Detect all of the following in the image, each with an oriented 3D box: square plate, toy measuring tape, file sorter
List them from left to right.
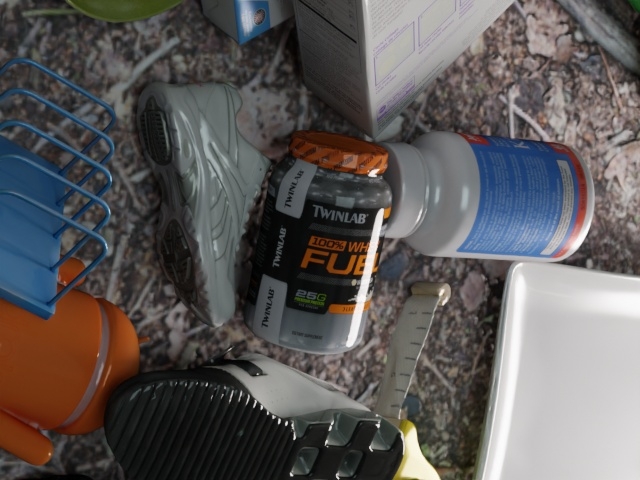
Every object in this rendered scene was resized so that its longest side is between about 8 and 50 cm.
[{"bbox_3d":[-0.237,-0.048,1.307,0.118,0.170,0.104,31,126,-30],"label":"file sorter"},{"bbox_3d":[0.087,0.209,1.597,0.121,0.121,0.330,30,69,-30],"label":"toy measuring tape"},{"bbox_3d":[0.307,0.200,1.746,0.347,0.049,0.344,6,95,-31],"label":"square plate"}]

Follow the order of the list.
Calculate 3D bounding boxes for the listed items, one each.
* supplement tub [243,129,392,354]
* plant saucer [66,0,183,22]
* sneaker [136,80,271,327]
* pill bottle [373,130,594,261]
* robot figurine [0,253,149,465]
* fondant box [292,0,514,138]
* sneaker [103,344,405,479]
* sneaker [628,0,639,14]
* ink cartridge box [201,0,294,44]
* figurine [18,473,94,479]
[{"bbox_3d":[0.000,0.000,1.482,0.117,0.117,0.190,3,106,-30],"label":"supplement tub"},{"bbox_3d":[-0.148,-0.301,1.357,0.241,0.037,0.241,-31,141,-29],"label":"plant saucer"},{"bbox_3d":[-0.090,-0.037,1.457,0.115,0.090,0.232,-15,106,-31],"label":"sneaker"},{"bbox_3d":[0.148,-0.044,1.570,0.221,0.124,0.124,3,97,-31],"label":"pill bottle"},{"bbox_3d":[-0.249,0.095,1.364,0.219,0.158,0.128,21,116,-31],"label":"robot figurine"},{"bbox_3d":[0.087,-0.266,1.400,0.238,0.096,0.330,-45,161,-15],"label":"fondant box"},{"bbox_3d":[-0.083,0.162,1.451,0.330,0.146,0.122,18,105,-45],"label":"sneaker"},{"bbox_3d":[0.397,-0.190,1.697,0.295,0.109,0.123,48,70,-27],"label":"sneaker"},{"bbox_3d":[-0.024,-0.269,1.445,0.181,0.061,0.104,-32,143,-24],"label":"ink cartridge box"},{"bbox_3d":[-0.155,0.288,1.407,0.209,0.215,0.092,12,116,-27],"label":"figurine"}]
